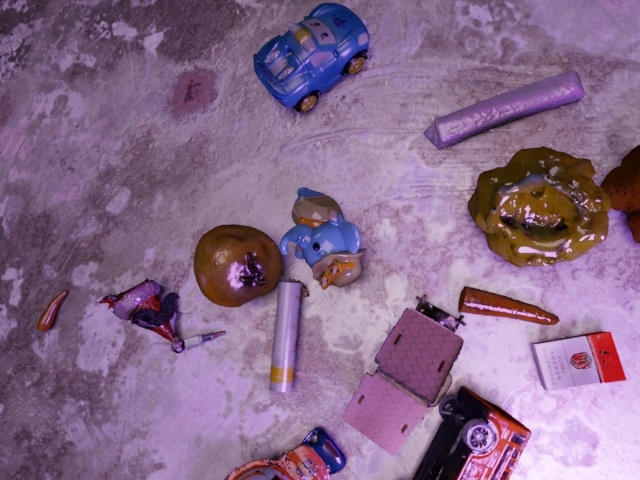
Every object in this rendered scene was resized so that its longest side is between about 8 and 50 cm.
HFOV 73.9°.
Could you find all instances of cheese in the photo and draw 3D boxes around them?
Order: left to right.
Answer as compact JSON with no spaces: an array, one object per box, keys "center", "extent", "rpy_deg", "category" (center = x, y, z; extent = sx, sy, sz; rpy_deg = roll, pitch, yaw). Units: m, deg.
[{"center":[-0.093,0.572,0.959],"extent":[0.329,0.129,0.217],"rpy_deg":[-38,80,-13],"category":"cheese"}]

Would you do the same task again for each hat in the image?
[{"center":[-0.438,0.207,1.108],"extent":[0.129,0.140,0.227],"rpy_deg":[-42,87,15],"category":"hat"}]

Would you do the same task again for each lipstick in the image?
[{"center":[-0.301,0.254,1.111],"extent":[0.107,0.025,0.025],"rpy_deg":[-18,78,4],"category":"lipstick"},{"center":[-0.085,0.229,1.034],"extent":[0.059,0.059,0.263],"rpy_deg":[5,88,14],"category":"lipstick"}]

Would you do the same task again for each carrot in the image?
[{"center":[-0.779,0.206,1.232],"extent":[0.035,0.035,0.142],"rpy_deg":[25,83,16],"category":"carrot"},{"center":[0.417,0.151,0.938],"extent":[0.210,0.061,0.061],"rpy_deg":[12,84,11],"category":"carrot"}]

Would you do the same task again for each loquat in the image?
[{"center":[-0.197,0.064,1.026],"extent":[0.213,0.213,0.213],"rpy_deg":[-2,81,13],"category":"loquat"}]

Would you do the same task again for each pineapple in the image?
[{"center":[-0.067,0.119,1.077],"extent":[0.083,0.019,0.045],"rpy_deg":[6,86,17],"category":"pineapple"}]

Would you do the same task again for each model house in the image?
[{"center":[0.189,0.275,0.876],"extent":[0.169,0.244,0.326],"rpy_deg":[33,89,18],"category":"model house"}]

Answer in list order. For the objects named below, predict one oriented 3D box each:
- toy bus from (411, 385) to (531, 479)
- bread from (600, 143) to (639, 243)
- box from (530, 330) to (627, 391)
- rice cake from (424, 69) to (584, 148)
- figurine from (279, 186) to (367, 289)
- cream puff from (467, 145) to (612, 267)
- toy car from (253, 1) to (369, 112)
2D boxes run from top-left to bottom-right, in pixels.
[{"center":[0.281,0.483,0.868],"extent":[0.153,0.143,0.329],"rpy_deg":[29,87,-7],"category":"toy bus"},{"center":[0.734,-0.103,0.857],"extent":[0.247,0.135,0.232],"rpy_deg":[-37,88,4],"category":"bread"},{"center":[0.537,0.253,0.894],"extent":[0.152,0.048,0.100],"rpy_deg":[-14,80,13],"category":"box"},{"center":[0.429,-0.309,1.005],"extent":[0.365,0.056,0.072],"rpy_deg":[-17,76,10],"category":"rice cake"},{"center":[0.003,-0.001,1.028],"extent":[0.180,0.154,0.262],"rpy_deg":[-48,57,12],"category":"figurine"},{"center":[0.460,-0.074,0.895],"extent":[0.282,0.185,0.281],"rpy_deg":[-3,77,13],"category":"cream puff"},{"center":[-0.023,-0.487,1.090],"extent":[0.314,0.166,0.198],"rpy_deg":[-36,78,5],"category":"toy car"}]
